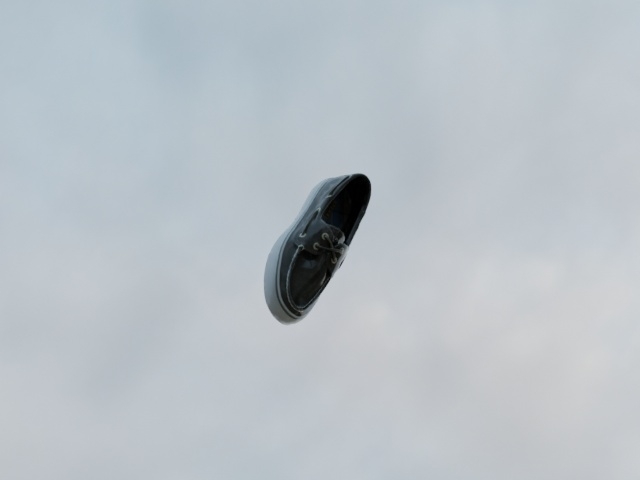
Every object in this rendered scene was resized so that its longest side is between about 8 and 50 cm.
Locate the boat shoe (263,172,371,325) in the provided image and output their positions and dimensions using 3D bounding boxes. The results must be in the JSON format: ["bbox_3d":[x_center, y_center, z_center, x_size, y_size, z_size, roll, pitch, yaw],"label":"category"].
[{"bbox_3d":[0.000,0.000,0.680,0.040,0.142,0.049,-22,-57,41],"label":"boat shoe"}]
